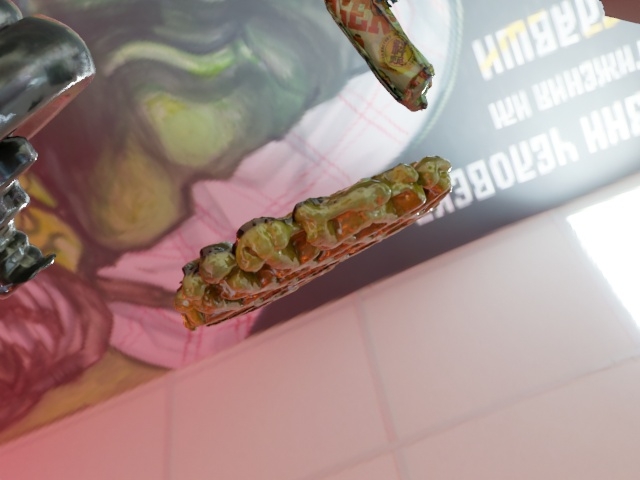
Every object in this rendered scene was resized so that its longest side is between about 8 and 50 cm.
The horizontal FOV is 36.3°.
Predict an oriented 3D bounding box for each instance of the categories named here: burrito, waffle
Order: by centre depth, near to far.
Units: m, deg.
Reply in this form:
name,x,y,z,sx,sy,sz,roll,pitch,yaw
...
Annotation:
name,x,y,z,sx,sy,sz,roll,pitch,yaw
waffle,-0.009,0.004,0.950,0.300,0.058,0.281,-26,174,-4
burrito,0.063,-0.295,1.222,0.054,0.288,0.104,-23,163,-45

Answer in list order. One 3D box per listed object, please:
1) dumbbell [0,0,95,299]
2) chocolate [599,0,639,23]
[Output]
name,x,y,z,sx,sy,sz,roll,pitch,yaw
dumbbell,-0.253,-0.134,0.376,0.179,0.406,0.179,-38,-168,10
chocolate,0.424,-0.340,0.804,0.314,0.326,0.297,10,-102,-4
